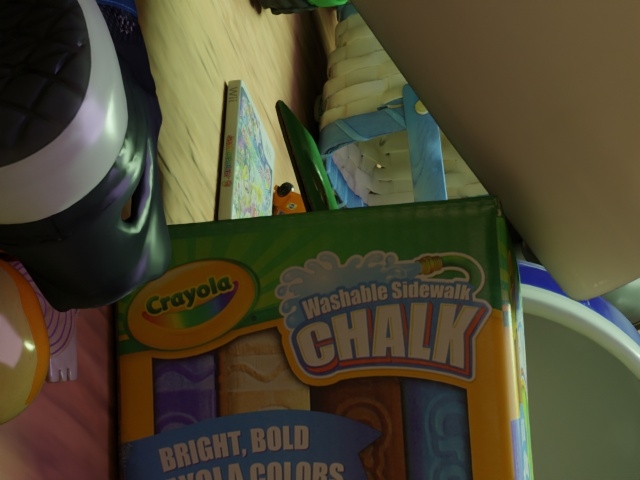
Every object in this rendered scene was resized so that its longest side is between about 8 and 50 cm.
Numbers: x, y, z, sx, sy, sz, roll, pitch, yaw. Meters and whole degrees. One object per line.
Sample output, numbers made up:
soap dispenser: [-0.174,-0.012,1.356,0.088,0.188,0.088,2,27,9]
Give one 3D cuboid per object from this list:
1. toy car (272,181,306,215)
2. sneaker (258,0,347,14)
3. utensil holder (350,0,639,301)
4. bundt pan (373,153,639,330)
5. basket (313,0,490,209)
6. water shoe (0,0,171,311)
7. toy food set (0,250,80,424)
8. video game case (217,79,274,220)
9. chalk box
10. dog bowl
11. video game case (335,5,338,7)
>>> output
toy car: [0.000,0.000,0.930,0.040,0.060,0.122,-60,154,-8]
sneaker: [0.009,-0.328,0.859,0.134,0.146,0.344,-70,152,-65]
utensil holder: [0.136,-0.210,0.620,0.385,0.327,0.327,57,11,4]
bundt pan: [0.179,-0.032,1.247,0.124,0.330,0.331,3,83,-53]
basket: [0.104,-0.050,1.071,0.255,0.201,0.289,57,21,-65]
water shoe: [-0.089,-0.063,0.389,0.203,0.073,0.080,-104,175,-45]
toy food set: [-0.106,-0.007,0.431,0.192,0.038,0.132,11,75,-78]
video game case: [-0.045,-0.025,0.814,0.087,0.011,0.122,66,23,-59]
chalk box: [0.012,0.079,0.637,0.180,0.179,0.289,38,49,-75]
dog bowl: [0.104,0.147,0.851,0.104,0.264,0.265,-61,146,-75]
video game case: [0.014,-0.323,1.187,0.206,0.026,0.227,-27,113,-78]
